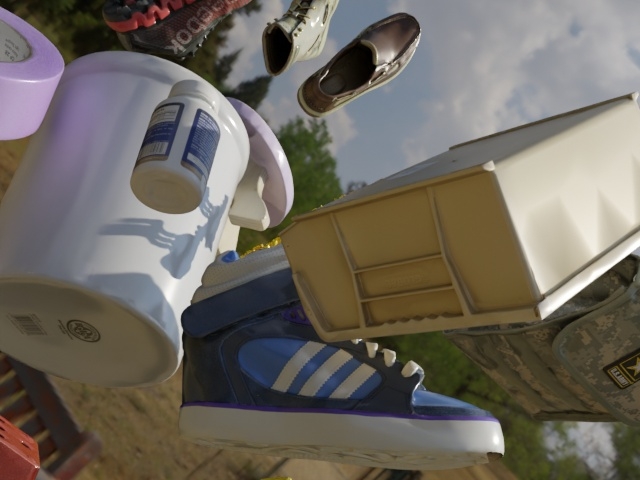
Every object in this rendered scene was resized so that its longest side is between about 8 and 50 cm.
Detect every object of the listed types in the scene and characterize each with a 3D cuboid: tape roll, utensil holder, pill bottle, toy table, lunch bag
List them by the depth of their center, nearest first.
[{"bbox_3d":[-0.128,-0.089,0.822,0.067,0.067,0.120,51,38,-42],"label":"pill bottle"},{"bbox_3d":[-0.473,-0.238,1.137,0.274,0.090,0.275,27,21,-11],"label":"tape roll"},{"bbox_3d":[0.353,0.127,1.184,0.287,0.169,0.235,-10,-44,48],"label":"lunch bag"},{"bbox_3d":[-0.299,-0.023,1.307,0.328,0.327,0.386,51,39,-43],"label":"utensil holder"},{"bbox_3d":[-0.163,-0.093,1.570,0.252,0.161,0.274,3,-48,37],"label":"toy table"}]

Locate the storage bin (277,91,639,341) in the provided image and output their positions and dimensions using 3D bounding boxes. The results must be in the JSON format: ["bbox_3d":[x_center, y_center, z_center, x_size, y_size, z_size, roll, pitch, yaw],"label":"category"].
[{"bbox_3d":[0.140,-0.019,0.817,0.260,0.262,0.123,-14,-81,48],"label":"storage bin"}]

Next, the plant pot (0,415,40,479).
[{"bbox_3d":[-0.650,0.424,1.598,0.267,0.236,0.267,42,-10,-16],"label":"plant pot"}]

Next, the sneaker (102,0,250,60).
[{"bbox_3d":[-0.214,-0.377,1.486,0.098,0.276,0.135,-120,-168,-46],"label":"sneaker"}]

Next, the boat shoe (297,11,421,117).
[{"bbox_3d":[0.079,-0.293,1.465,0.095,0.257,0.095,48,-18,-4],"label":"boat shoe"}]

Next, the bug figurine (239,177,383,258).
[{"bbox_3d":[0.000,0.000,1.357,0.072,0.216,0.279,57,-32,-8],"label":"bug figurine"}]

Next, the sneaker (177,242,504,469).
[{"bbox_3d":[0.020,0.092,0.882,0.322,0.236,0.130,1,-22,13],"label":"sneaker"}]

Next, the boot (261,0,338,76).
[{"bbox_3d":[-0.036,-0.409,1.608,0.077,0.213,0.165,24,33,15],"label":"boot"}]

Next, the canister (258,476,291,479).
[{"bbox_3d":[-0.074,0.548,1.729,0.126,0.073,0.170,-20,-88,48],"label":"canister"}]
